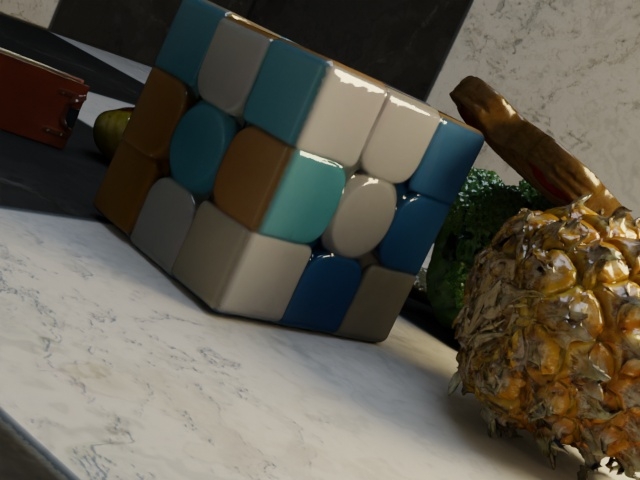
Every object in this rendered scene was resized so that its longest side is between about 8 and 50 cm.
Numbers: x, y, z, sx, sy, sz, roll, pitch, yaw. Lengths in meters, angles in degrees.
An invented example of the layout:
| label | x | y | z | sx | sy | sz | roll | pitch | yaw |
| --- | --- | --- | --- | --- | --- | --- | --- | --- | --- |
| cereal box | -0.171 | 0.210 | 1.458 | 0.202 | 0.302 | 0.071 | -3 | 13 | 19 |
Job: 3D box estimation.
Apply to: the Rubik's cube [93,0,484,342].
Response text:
| label | x | y | z | sx | sy | sz | roll | pitch | yaw |
| --- | --- | --- | --- | --- | --- | --- | --- | --- | --- |
| Rubik's cube | -0.048 | -0.095 | 1.405 | 0.347 | 0.346 | 0.344 | 14 | 15 | -45 |

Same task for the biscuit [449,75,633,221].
| label | x | y | z | sx | sy | sz | roll | pitch | yaw |
| --- | --- | --- | --- | --- | --- | --- | --- | --- | --- |
| biscuit | 0.332 | -0.108 | 1.475 | 0.359 | 0.074 | 0.381 | 41 | 12 | 3 |

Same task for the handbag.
| label | x | y | z | sx | sy | sz | roll | pitch | yaw |
| --- | --- | --- | --- | --- | --- | --- | --- | --- | --- |
| handbag | -0.505 | -0.244 | 1.711 | 0.190 | 0.127 | 0.063 | 18 | 13 | -33 |

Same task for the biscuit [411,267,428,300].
| label | x | y | z | sx | sy | sz | roll | pitch | yaw |
| --- | --- | --- | --- | --- | --- | --- | --- | --- | --- |
| biscuit | 0.172 | 0.071 | 1.938 | 0.290 | 0.038 | 0.141 | 32 | 14 | 2 |

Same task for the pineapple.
| label | x | y | z | sx | sy | sz | roll | pitch | yaw |
| --- | --- | --- | --- | --- | --- | --- | --- | --- | --- |
| pineapple | 0.334 | 0.121 | 1.246 | 0.300 | 0.352 | 0.352 | 16 | 12 | -14 |

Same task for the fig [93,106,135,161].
| label | x | y | z | sx | sy | sz | roll | pitch | yaw |
| --- | --- | --- | --- | --- | --- | --- | --- | --- | --- |
| fig | -0.343 | -0.191 | 1.842 | 0.153 | 0.120 | 0.136 | 25 | 14 | -3 |

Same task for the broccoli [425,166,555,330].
| label | x | y | z | sx | sy | sz | roll | pitch | yaw |
| --- | --- | --- | --- | --- | --- | --- | --- | --- | --- |
| broccoli | 0.334 | 0.060 | 1.715 | 0.413 | 0.310 | 0.321 | 57 | -4 | -10 |
